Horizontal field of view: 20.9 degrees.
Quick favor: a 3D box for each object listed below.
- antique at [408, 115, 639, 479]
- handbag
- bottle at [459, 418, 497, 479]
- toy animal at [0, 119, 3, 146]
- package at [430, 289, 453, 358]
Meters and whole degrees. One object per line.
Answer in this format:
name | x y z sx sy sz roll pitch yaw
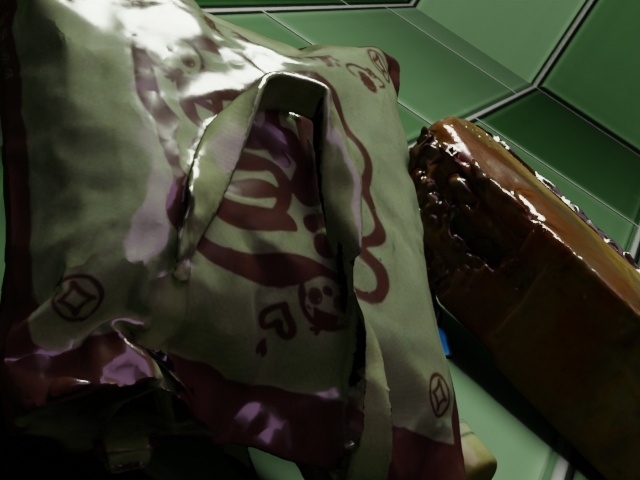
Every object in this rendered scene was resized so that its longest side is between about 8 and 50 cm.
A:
antique | 0.150 0.050 1.008 0.310 0.087 0.093 46 19 27
handbag | -0.042 -0.007 0.682 0.213 0.127 0.235 17 50 -34
bottle | -0.022 0.020 0.790 0.269 0.083 0.083 46 18 23
toy animal | -0.168 -0.186 0.947 0.181 0.180 0.363 -16 23 -11
package | 0.000 0.000 1.020 0.173 0.027 0.171 33 10 -9
